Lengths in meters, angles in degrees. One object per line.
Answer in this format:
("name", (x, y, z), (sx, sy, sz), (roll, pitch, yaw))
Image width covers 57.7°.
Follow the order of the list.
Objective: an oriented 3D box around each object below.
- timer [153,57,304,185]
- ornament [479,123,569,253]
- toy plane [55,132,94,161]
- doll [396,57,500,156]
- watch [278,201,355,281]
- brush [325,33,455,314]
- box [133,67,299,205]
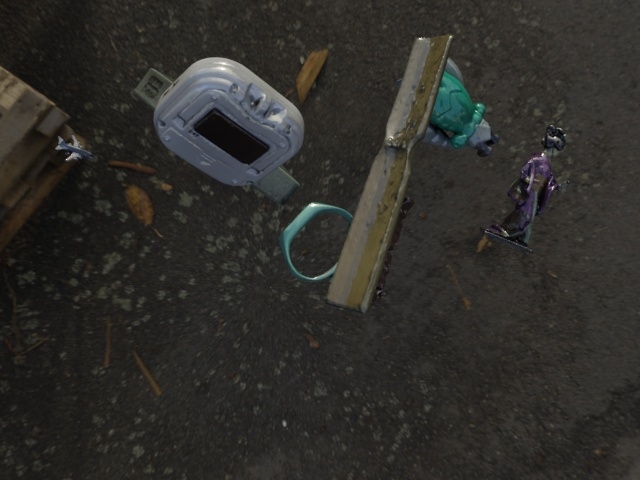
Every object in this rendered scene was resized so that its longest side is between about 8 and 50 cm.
("timer", (-0.177, -0.216, 1.121), (0.262, 0.237, 0.086), (32, 46, -32))
("ornament", (0.341, -0.079, 0.914), (0.081, 0.088, 0.203), (30, 99, 4))
("toy plane", (-0.547, -0.201, 1.296), (0.083, 0.031, 0.078), (28, 49, -41))
("doll", (0.258, -0.275, 1.268), (0.195, 0.153, 0.258), (-31, 101, -22))
("watch", (0.000, 0.000, 1.587), (0.195, 0.068, 0.237), (42, 75, 0))
("brush", (0.063, -0.058, 0.488), (0.043, 0.036, 0.247), (12, 78, 32))
("box", (-0.273, -0.276, 1.553), (0.111, 0.396, 0.397), (-52, 135, 2))
